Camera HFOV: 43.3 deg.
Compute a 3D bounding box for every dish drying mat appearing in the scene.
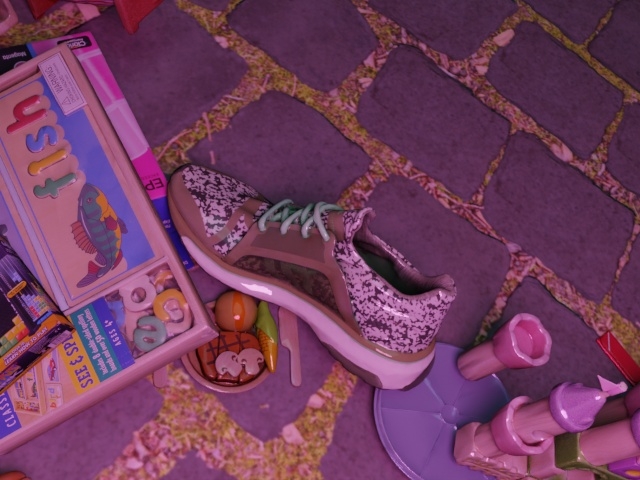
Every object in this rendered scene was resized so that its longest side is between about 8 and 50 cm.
[{"bbox_3d":[0.439,0.172,1.177,0.032,0.008,0.083,-28,73,-31],"label":"dish drying mat"}]

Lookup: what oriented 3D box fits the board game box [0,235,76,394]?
[{"bbox_3d":[-0.367,0.095,0.844,0.170,0.048,0.141,-42,74,-7],"label":"board game box"}]

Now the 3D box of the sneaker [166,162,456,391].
[{"bbox_3d":[0.000,0.000,1.000,0.410,0.182,0.158,33,38,4],"label":"sneaker"}]

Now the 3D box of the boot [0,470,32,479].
[{"bbox_3d":[-0.409,0.237,0.811,0.197,0.073,0.152,-21,67,-30],"label":"boot"}]

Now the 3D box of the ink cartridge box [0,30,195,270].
[{"bbox_3d":[-0.314,-0.101,1.046,0.175,0.069,0.371,-20,72,-27],"label":"ink cartridge box"}]

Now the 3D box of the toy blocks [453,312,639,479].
[{"bbox_3d":[0.328,0.256,0.914,0.288,0.260,0.309,25,56,-19],"label":"toy blocks"}]

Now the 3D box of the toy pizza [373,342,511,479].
[{"bbox_3d":[0.159,0.228,1.035,0.201,0.032,0.201,9,59,-16],"label":"toy pizza"}]

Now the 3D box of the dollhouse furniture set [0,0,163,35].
[{"bbox_3d":[-0.387,-0.303,1.040,0.201,0.152,0.374,18,53,30],"label":"dollhouse furniture set"}]

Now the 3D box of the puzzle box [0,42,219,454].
[{"bbox_3d":[-0.326,-0.003,0.922,0.272,0.052,0.409,-30,72,-3],"label":"puzzle box"}]

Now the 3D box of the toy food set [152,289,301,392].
[{"bbox_3d":[-0.113,0.123,0.997,0.192,0.038,0.132,1,61,-18],"label":"toy food set"}]
